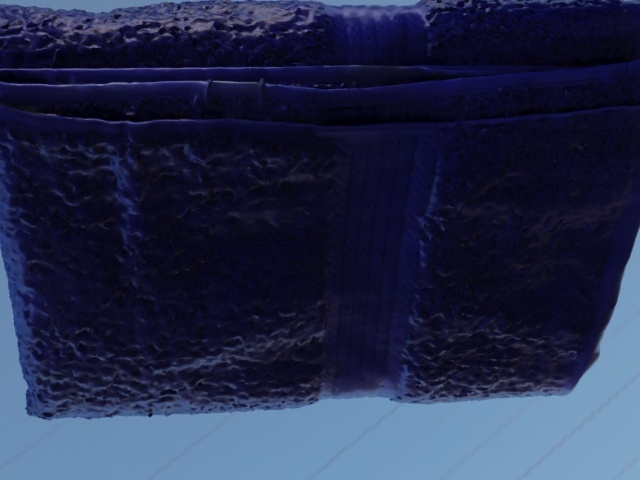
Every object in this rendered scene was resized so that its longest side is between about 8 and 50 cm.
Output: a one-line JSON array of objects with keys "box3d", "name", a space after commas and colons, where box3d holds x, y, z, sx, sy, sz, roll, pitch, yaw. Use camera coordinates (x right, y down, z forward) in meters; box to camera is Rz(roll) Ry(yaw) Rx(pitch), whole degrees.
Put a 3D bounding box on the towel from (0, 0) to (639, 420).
[{"box3d": [0.000, 0.000, 0.405, 0.308, 0.076, 0.228, -1, -59, -6], "name": "towel"}]
